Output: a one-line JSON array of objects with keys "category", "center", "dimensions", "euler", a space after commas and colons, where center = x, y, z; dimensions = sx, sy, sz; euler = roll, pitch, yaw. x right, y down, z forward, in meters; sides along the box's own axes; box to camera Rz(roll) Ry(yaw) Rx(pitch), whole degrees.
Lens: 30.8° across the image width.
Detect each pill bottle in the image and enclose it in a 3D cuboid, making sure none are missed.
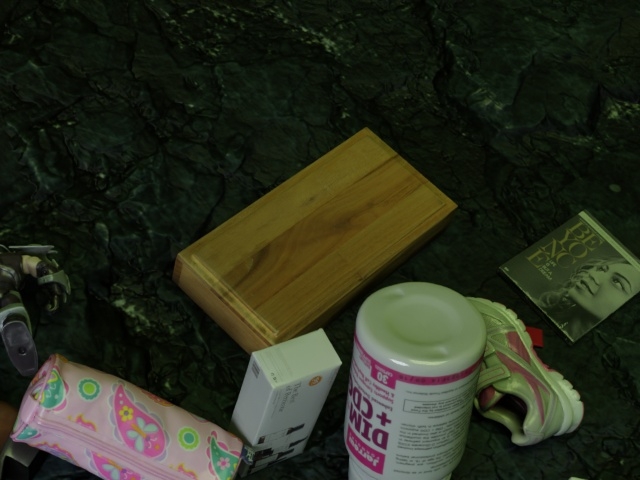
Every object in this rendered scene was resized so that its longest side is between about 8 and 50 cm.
[{"category": "pill bottle", "center": [0.113, 0.207, 1.470], "dimensions": [0.160, 0.283, 0.160], "euler": [3, 37, -2]}]

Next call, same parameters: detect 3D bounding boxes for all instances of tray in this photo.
[{"category": "tray", "center": [0.000, 0.000, 1.745], "dimensions": [0.203, 0.076, 0.411], "euler": [42, 56, 17]}]

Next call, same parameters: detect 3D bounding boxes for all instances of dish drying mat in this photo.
[{"category": "dish drying mat", "center": [0.297, 0.142, 1.761], "dimensions": [0.083, 0.008, 0.032], "euler": [11, 53, -9]}]

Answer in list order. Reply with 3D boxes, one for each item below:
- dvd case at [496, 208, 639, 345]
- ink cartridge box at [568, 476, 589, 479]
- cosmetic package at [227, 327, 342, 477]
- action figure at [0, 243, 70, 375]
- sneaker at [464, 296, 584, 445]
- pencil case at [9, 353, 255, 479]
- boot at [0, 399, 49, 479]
[{"category": "dvd case", "center": [0.411, 0.054, 1.852], "dimensions": [0.221, 0.018, 0.164], "euler": [-30, 66, -32]}, {"category": "ink cartridge box", "center": [0.436, 0.458, 1.514], "dimensions": [0.238, 0.060, 0.275], "euler": [14, 44, -11]}, {"category": "cosmetic package", "center": [-0.051, 0.210, 1.467], "dimensions": [0.098, 0.239, 0.060], "euler": [-19, 61, -26]}, {"category": "action figure", "center": [-0.425, 0.087, 1.522], "dimensions": [0.185, 0.099, 0.285], "euler": [-18, 31, -4]}, {"category": "sneaker", "center": [0.255, 0.185, 1.650], "dimensions": [0.111, 0.103, 0.252], "euler": [-24, 63, -39]}, {"category": "pencil case", "center": [-0.230, 0.246, 1.424], "dimensions": [0.284, 0.124, 0.124], "euler": [29, 50, -14]}, {"category": "boot", "center": [-0.503, 0.259, 1.399], "dimensions": [0.280, 0.096, 0.264], "euler": [26, 52, 5]}]
